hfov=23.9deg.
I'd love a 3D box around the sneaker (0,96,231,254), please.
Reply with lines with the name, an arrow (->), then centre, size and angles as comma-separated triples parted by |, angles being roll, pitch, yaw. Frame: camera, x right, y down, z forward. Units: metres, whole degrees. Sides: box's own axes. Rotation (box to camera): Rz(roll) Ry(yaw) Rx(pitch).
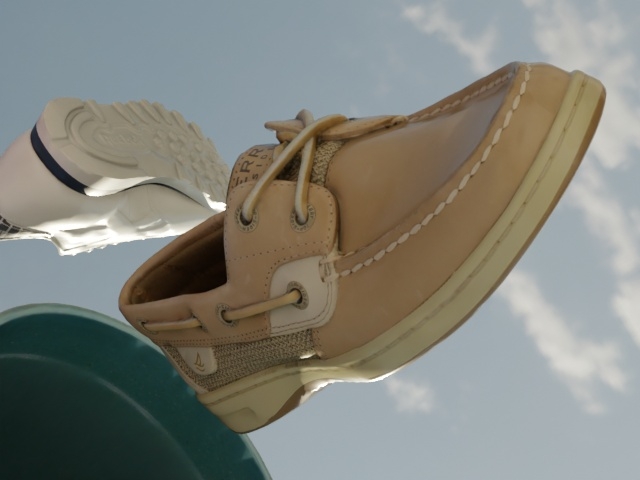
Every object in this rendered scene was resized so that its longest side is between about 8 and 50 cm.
sneaker -> -0.135, -0.034, 1.005 | 0.090, 0.095, 0.235 | 53, -160, 22

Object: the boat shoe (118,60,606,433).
boat shoe -> 0.000, 0.000, 0.733 | 0.110, 0.341, 0.122 | 39, -129, -11

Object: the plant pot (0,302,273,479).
plant pot -> -0.195, 0.220, 0.941 | 0.271, 0.255, 0.272 | 37, -149, -26
